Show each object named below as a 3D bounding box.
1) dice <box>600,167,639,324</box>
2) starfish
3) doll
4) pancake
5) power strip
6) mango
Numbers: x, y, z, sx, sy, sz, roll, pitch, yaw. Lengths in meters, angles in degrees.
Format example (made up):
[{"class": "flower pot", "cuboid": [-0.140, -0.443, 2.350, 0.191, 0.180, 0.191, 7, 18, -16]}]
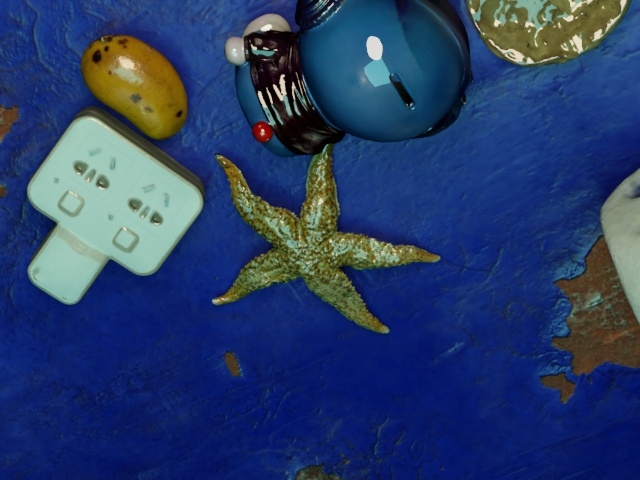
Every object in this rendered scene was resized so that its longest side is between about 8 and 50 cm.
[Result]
[{"class": "dice", "cuboid": [0.557, 0.028, 1.714, 0.262, 0.265, 0.268, -27, 112, 19]}, {"class": "starfish", "cuboid": [0.002, 0.001, 1.872, 0.357, 0.078, 0.347, 1, 115, 6]}, {"class": "doll", "cuboid": [0.046, -0.234, 1.657, 0.309, 0.240, 0.284, -22, 128, 22]}, {"class": "pancake", "cuboid": [0.302, -0.353, 1.667, 0.241, 0.050, 0.242, 2, 106, 7]}, {"class": "power strip", "cuboid": [-0.330, -0.042, 1.869, 0.229, 0.141, 0.261, 35, 101, -13]}, {"class": "mango", "cuboid": [-0.259, -0.222, 1.770, 0.178, 0.090, 0.115, 40, 127, -18]}]
